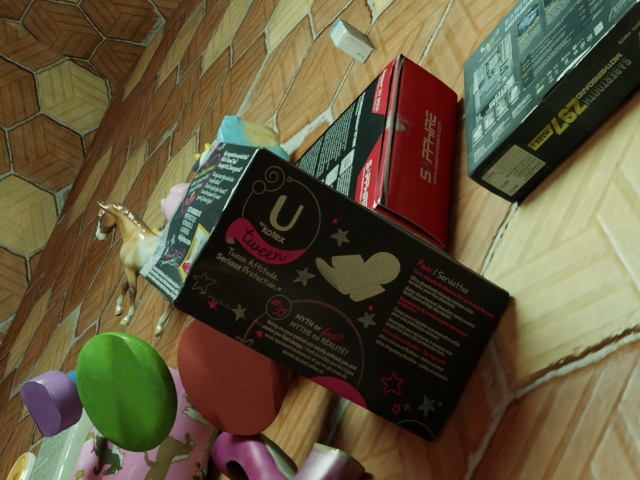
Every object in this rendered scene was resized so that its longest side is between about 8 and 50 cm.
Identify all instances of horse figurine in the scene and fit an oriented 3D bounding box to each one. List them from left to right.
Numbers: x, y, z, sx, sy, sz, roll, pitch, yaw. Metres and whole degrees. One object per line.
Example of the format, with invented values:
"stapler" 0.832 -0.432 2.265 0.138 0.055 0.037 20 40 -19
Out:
"horse figurine" -0.236 0.047 1.625 0.263 0.066 0.175 15 98 43

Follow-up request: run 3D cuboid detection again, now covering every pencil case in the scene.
"pencil case" -0.235 0.330 1.253 0.167 0.160 0.386 126 164 -60

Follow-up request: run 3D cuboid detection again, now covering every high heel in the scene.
"high heel" -0.056 0.243 1.039 0.244 0.082 0.117 -1 50 53

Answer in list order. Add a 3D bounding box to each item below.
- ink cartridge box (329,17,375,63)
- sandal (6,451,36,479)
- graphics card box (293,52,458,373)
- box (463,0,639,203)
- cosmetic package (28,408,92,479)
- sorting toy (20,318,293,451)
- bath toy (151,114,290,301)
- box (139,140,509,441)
"ink cartridge box" 0.043 -0.274 1.549 0.028 0.048 0.083 -55 20 17
"sandal" -0.463 0.401 1.515 0.102 0.076 0.265 -37 32 47
"graphics card box" 0.000 0.000 1.215 0.371 0.094 0.233 -43 27 40
"box" 0.214 -0.169 0.962 0.233 0.059 0.183 -48 23 35
"cosmetic package" -0.317 0.361 1.458 0.153 0.129 0.296 -39 28 44
"sorting toy" -0.149 0.133 1.157 0.365 0.127 0.126 -15 7 37
"bath toy" -0.181 -0.041 1.675 0.348 0.129 0.151 -44 26 42
"box" 0.000 0.034 0.931 0.142 0.247 0.163 -60 19 -3
